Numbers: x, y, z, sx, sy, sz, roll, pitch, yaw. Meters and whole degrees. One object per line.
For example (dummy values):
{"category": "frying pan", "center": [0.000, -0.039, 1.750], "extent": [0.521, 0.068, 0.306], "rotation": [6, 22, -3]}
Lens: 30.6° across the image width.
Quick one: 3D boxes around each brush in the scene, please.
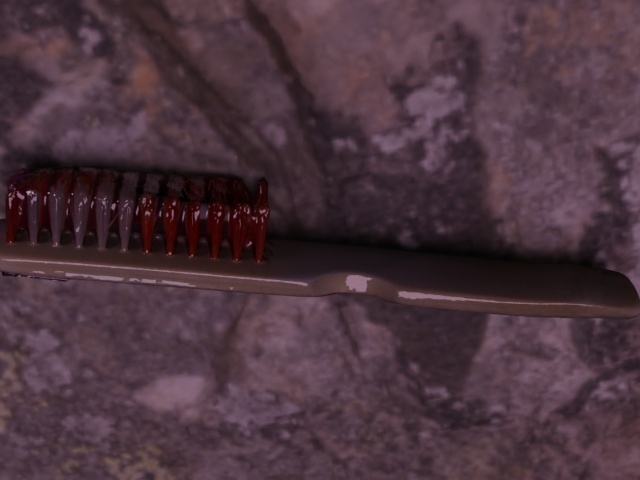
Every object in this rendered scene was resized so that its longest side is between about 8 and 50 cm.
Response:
{"category": "brush", "center": [0.000, 0.000, 0.583], "extent": [0.321, 0.060, 0.050], "rotation": [6, 107, -6]}
